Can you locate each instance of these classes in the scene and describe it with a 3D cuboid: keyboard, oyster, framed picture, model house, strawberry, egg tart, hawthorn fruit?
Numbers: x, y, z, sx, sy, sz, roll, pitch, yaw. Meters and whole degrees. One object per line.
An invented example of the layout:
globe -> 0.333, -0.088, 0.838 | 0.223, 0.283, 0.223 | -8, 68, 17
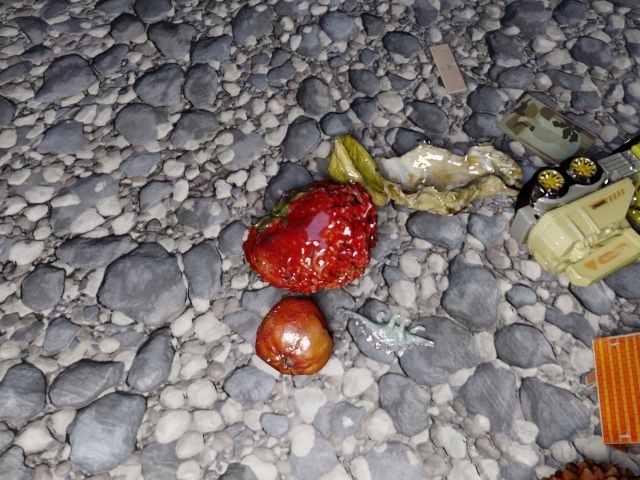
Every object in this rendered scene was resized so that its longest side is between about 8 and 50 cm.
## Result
keyboard -> 0.330, -0.443, 1.450 | 0.055, 0.017, 0.165 | -13, 63, -1
oyster -> 0.287, -0.143, 1.229 | 0.337, 0.133, 0.197 | -11, 51, -12
framed picture -> 0.545, -0.262, 1.355 | 0.201, 0.010, 0.136 | 39, 69, 19
model house -> 0.571, 0.262, 0.974 | 0.154, 0.207, 0.293 | 4, 62, 7
strawberry -> 0.000, 0.000, 1.114 | 0.274, 0.274, 0.220 | -45, 109, -20
egg tart -> 0.076, -0.146, 1.233 | 0.074, 0.191, 0.191 | -34, 61, 26
hawthorn fruit -> -0.042, 0.173, 1.070 | 0.148, 0.148, 0.172 | 13, 44, 8

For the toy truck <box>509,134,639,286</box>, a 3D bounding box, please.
toy truck -> 0.607, -0.068, 1.158 | 0.406, 0.180, 0.253 | -22, 62, -10

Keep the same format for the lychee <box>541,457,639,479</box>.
lychee -> 0.413, 0.493, 0.814 | 0.306, 0.305, 0.330 | 36, 41, 18

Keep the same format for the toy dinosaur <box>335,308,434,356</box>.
toy dinosaur -> 0.123, 0.178, 1.116 | 0.209, 0.039, 0.082 | 21, 66, 12
